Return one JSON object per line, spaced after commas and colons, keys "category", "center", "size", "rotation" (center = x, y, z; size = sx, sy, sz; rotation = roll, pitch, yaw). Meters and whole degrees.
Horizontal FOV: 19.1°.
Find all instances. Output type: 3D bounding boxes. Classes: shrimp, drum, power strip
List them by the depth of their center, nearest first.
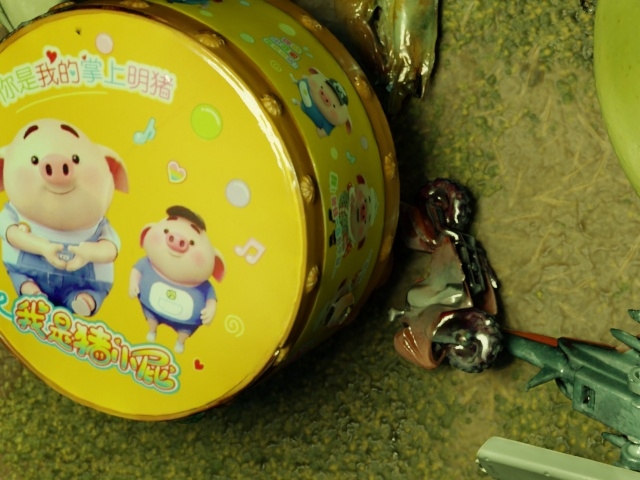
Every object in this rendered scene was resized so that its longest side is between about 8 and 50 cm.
{"category": "power strip", "center": [0.266, 0.239, 1.871], "size": [0.253, 0.060, 0.027], "rotation": [11, 62, 35]}
{"category": "drum", "center": [-0.144, -0.043, 1.884], "size": [0.431, 0.214, 0.431], "rotation": [8, 108, 26]}
{"category": "shrimp", "center": [0.070, -0.233, 2.013], "size": [0.115, 0.051, 0.217], "rotation": [-6, 85, 29]}

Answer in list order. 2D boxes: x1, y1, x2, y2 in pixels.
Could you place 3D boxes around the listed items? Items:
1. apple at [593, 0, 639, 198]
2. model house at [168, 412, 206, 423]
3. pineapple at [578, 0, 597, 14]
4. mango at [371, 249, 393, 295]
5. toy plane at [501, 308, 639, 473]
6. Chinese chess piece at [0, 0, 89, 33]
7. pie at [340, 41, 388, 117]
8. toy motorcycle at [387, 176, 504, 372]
{"category": "apple", "center": [0.414, -0.157, 1.697], "size": [0.357, 0.357, 0.357], "rotation": [-1, 87, 24]}
{"category": "model house", "center": [-0.178, 0.154, 2.075], "size": [0.101, 0.100, 0.087], "rotation": [33, 100, 21]}
{"category": "pineapple", "center": [0.255, -0.353, 1.873], "size": [0.262, 0.262, 0.271], "rotation": [-39, 96, 18]}
{"category": "mango", "center": [0.001, 0.003, 2.005], "size": [0.159, 0.084, 0.105], "rotation": [36, 60, 22]}
{"category": "toy plane", "center": [0.285, 0.145, 1.868], "size": [0.326, 0.104, 0.223], "rotation": [16, 123, 27]}
{"category": "Chinese chess piece", "center": [-0.195, -0.322, 2.083], "size": [0.349, 0.146, 0.349], "rotation": [-2, 86, 24]}
{"category": "pie", "center": [-0.063, -0.111, 2.057], "size": [0.282, 0.068, 0.128], "rotation": [-27, 78, 16]}
{"category": "toy motorcycle", "center": [0.117, 0.043, 1.958], "size": [0.118, 0.084, 0.212], "rotation": [-25, 65, 31]}
